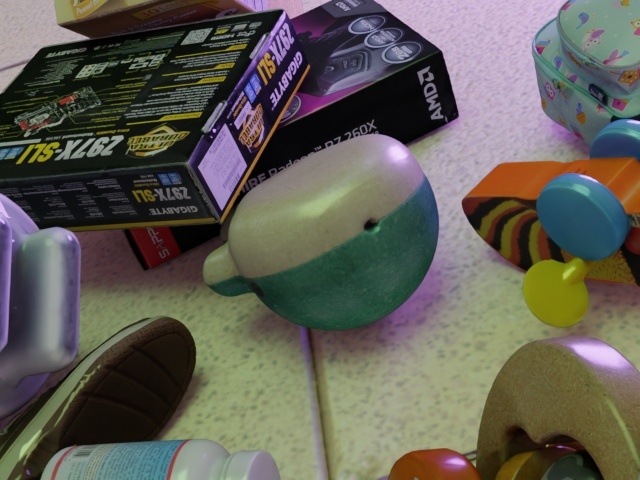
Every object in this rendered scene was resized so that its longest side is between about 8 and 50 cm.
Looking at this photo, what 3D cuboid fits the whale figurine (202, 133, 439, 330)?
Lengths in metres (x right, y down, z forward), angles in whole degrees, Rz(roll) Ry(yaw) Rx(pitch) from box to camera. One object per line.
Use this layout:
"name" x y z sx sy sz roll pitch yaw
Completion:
"whale figurine" 0.000 0.000 0.928 0.216 0.141 0.272 -34 12 -18

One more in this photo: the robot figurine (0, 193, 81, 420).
"robot figurine" -0.361 0.065 0.881 0.354 0.300 0.199 -11 69 32

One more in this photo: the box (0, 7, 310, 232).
"box" -0.201 -0.116 1.047 0.322 0.079 0.257 -3 42 26

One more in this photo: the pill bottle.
"pill bottle" -0.113 0.186 0.745 0.160 0.087 0.087 -7 37 19

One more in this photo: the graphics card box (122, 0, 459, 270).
"graphics card box" -0.065 -0.133 1.143 0.371 0.094 0.233 -25 35 -7

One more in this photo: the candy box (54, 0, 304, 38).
"candy box" -0.151 -0.275 1.226 0.183 0.087 0.316 -10 -4 17

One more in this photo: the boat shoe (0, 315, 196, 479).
"boat shoe" -0.210 0.152 0.839 0.095 0.095 0.257 7 44 43

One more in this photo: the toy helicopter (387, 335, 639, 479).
"toy helicopter" 0.170 0.195 0.495 0.140 0.235 0.355 0 47 -24

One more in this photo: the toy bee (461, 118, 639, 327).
"toy bee" 0.237 0.002 0.787 0.195 0.162 0.298 -36 12 -7

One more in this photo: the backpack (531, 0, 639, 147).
"backpack" 0.287 -0.166 0.966 0.166 0.144 0.188 -33 33 -7
